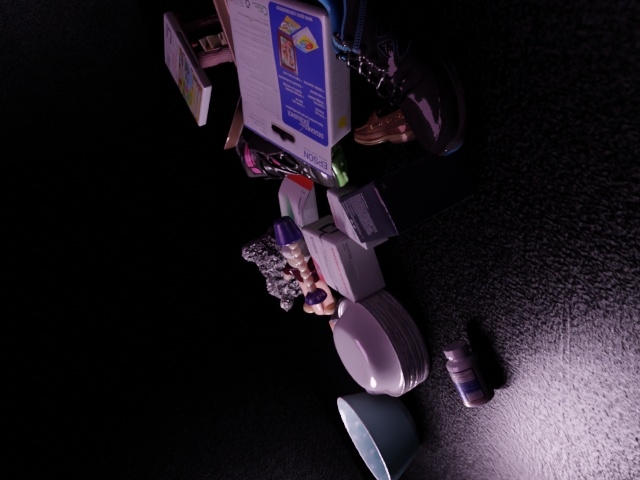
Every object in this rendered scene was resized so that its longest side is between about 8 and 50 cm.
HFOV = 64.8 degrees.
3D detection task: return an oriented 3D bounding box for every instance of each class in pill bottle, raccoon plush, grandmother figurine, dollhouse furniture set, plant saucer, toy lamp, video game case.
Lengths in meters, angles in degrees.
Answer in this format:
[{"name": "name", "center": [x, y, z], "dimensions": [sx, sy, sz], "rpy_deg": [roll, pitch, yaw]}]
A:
[{"name": "pill bottle", "center": [0.294, 0.264, 1.011], "dimensions": [0.120, 0.067, 0.067], "rpy_deg": [65, 163, -2]}, {"name": "raccoon plush", "center": [-0.104, 0.101, 1.768], "dimensions": [0.299, 0.216, 0.446], "rpy_deg": [59, 164, -11]}, {"name": "grandmother figurine", "center": [-0.035, 0.117, 1.621], "dimensions": [0.342, 0.207, 0.104], "rpy_deg": [65, -154, -46]}, {"name": "dollhouse furniture set", "center": [-0.315, -0.540, 1.434], "dimensions": [0.374, 0.201, 0.152], "rpy_deg": [17, 131, 67]}, {"name": "plant saucer", "center": [-0.193, -0.294, 1.202], "dimensions": [0.168, 0.029, 0.169], "rpy_deg": [-163, 90, -77]}, {"name": "toy lamp", "center": [-0.060, 0.058, 1.449], "dimensions": [0.080, 0.080, 0.275], "rpy_deg": [27, 143, 63]}, {"name": "video game case", "center": [-0.341, -0.428, 1.289], "dimensions": [0.206, 0.026, 0.227], "rpy_deg": [62, 160, 2]}]

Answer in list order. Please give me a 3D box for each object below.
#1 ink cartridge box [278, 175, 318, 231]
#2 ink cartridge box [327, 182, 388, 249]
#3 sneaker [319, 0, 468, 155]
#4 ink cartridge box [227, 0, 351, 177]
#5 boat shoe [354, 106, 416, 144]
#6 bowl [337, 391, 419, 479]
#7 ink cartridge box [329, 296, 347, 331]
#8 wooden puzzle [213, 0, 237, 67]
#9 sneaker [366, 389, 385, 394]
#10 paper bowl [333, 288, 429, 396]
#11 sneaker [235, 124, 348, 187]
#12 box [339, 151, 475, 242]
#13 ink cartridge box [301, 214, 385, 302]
[{"name": "ink cartridge box", "center": [-0.073, -0.146, 1.492], "dimensions": [0.181, 0.056, 0.225], "rpy_deg": [37, 141, 55]}, {"name": "ink cartridge box", "center": [0.084, -0.061, 1.172], "dimensions": [0.150, 0.063, 0.109], "rpy_deg": [40, 151, 55]}, {"name": "sneaker", "center": [0.090, -0.266, 0.729], "dimensions": [0.341, 0.139, 0.125], "rpy_deg": [62, 161, 1]}, {"name": "ink cartridge box", "center": [-0.061, -0.318, 0.969], "dimensions": [0.303, 0.072, 0.307], "rpy_deg": [36, 147, 35]}, {"name": "boat shoe", "center": [0.116, -0.204, 0.882], "dimensions": [0.178, 0.064, 0.060], "rpy_deg": [15, 124, 60]}, {"name": "bowl", "center": [0.200, 0.607, 1.625], "dimensions": [0.312, 0.163, 0.312], "rpy_deg": [54, 160, 30]}, {"name": "ink cartridge box", "center": [0.088, 0.287, 1.573], "dimensions": [0.145, 0.045, 0.179], "rpy_deg": [-57, -48, -63]}, {"name": "wooden puzzle", "center": [-0.120, -0.537, 1.030], "dimensions": [0.347, 0.080, 0.322], "rpy_deg": [9, 121, 57]}, {"name": "sneaker", "center": [0.162, 0.336, 1.510], "dimensions": [0.091, 0.094, 0.258], "rpy_deg": [-13, 97, 40]}, {"name": "paper bowl", "center": [0.140, 0.273, 1.320], "dimensions": [0.284, 0.148, 0.284], "rpy_deg": [49, 153, 36]}, {"name": "sneaker", "center": [-0.082, -0.204, 1.222], "dimensions": [0.483, 0.202, 0.185], "rpy_deg": [28, 141, 63]}, {"name": "box", "center": [0.137, -0.072, 0.835], "dimensions": [0.093, 0.156, 0.158], "rpy_deg": [64, 163, -2]}, {"name": "ink cartridge box", "center": [0.056, 0.041, 1.340], "dimensions": [0.237, 0.100, 0.172], "rpy_deg": [27, 140, 65]}]
